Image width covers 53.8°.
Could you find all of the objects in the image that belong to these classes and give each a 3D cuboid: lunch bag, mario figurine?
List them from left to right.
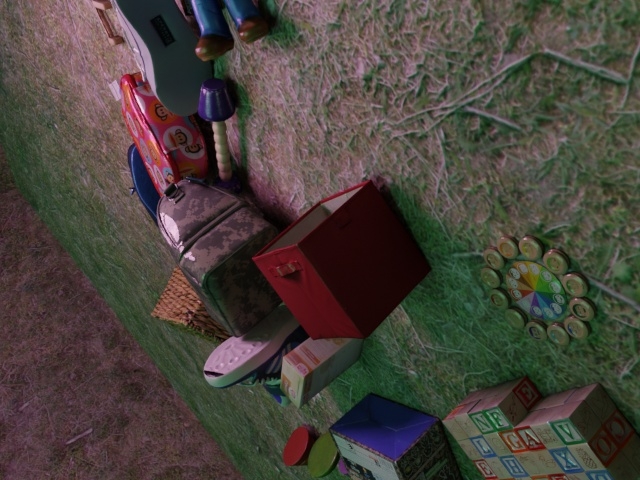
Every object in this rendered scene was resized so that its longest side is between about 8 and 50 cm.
[{"bbox_3d":[-0.372,-0.239,1.499,0.293,0.120,0.258,63,158,6],"label":"lunch bag"},{"bbox_3d":[-0.210,-0.453,1.002,0.170,0.198,0.321,24,143,63],"label":"mario figurine"},{"bbox_3d":[-0.223,0.026,1.407,0.256,0.212,0.305,37,160,29],"label":"lunch bag"}]

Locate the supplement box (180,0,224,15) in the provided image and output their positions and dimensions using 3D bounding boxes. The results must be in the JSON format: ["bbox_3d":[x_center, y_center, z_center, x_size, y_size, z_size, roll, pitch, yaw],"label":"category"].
[{"bbox_3d":[-0.222,-0.448,1.165,0.083,0.043,0.055,21,136,47],"label":"supplement box"}]

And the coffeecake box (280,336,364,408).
[{"bbox_3d":[0.005,0.257,1.365,0.068,0.185,0.142,42,147,24],"label":"coffeecake box"}]

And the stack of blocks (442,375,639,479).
[{"bbox_3d":[0.346,0.314,1.013,0.171,0.087,0.297,54,151,6],"label":"stack of blocks"}]

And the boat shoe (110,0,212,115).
[{"bbox_3d":[-0.332,-0.412,1.241,0.156,0.135,0.367,53,173,32],"label":"boat shoe"}]

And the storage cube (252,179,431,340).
[{"bbox_3d":[0.037,0.039,1.092,0.193,0.215,0.183,55,151,-10],"label":"storage cube"}]

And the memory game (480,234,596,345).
[{"bbox_3d":[0.308,0.074,0.913,0.186,0.012,0.186,37,145,31],"label":"memory game"}]

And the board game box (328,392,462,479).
[{"bbox_3d":[0.182,0.520,1.401,0.232,0.141,0.291,6,123,54],"label":"board game box"}]

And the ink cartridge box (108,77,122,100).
[{"bbox_3d":[-0.540,-0.404,1.694,0.083,0.028,0.048,0,118,56],"label":"ink cartridge box"}]

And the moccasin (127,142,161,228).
[{"bbox_3d":[-0.451,-0.116,1.737,0.116,0.137,0.342,24,136,50],"label":"moccasin"}]

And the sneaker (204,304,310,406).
[{"bbox_3d":[-0.121,0.320,1.484,0.130,0.322,0.236,2,115,34],"label":"sneaker"}]

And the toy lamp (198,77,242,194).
[{"bbox_3d":[-0.214,-0.214,1.344,0.080,0.080,0.275,38,144,30],"label":"toy lamp"}]

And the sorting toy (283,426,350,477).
[{"bbox_3d":[0.035,0.629,1.802,0.126,0.127,0.365,36,156,-24],"label":"sorting toy"}]

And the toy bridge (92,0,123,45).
[{"bbox_3d":[-0.525,-0.569,1.516,0.063,0.026,0.188,31,141,40],"label":"toy bridge"}]

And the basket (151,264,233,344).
[{"bbox_3d":[-0.329,0.179,1.883,0.213,0.223,0.299,33,161,-28],"label":"basket"}]
